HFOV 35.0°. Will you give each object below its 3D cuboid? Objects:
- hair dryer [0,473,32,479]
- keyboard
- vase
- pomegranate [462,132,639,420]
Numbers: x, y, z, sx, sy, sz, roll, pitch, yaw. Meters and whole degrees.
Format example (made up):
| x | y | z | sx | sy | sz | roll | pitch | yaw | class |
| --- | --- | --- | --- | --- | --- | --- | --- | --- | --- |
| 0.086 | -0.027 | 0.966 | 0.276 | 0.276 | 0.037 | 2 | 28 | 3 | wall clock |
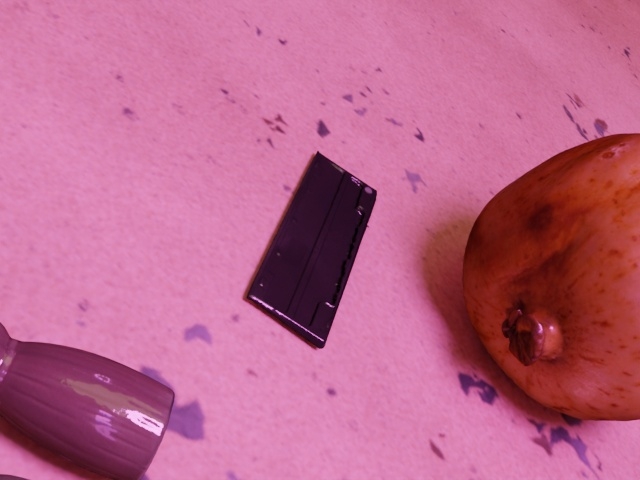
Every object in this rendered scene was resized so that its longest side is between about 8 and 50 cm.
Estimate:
| x | y | z | sx | sy | sz | roll | pitch | yaw | class |
| --- | --- | --- | --- | --- | --- | --- | --- | --- | --- |
| -0.182 | 0.075 | 0.316 | 0.298 | 0.119 | 0.296 | 45 | 1 | 8 | hair dryer |
| 0.000 | 0.000 | 0.734 | 0.064 | 0.010 | 0.198 | 35 | 35 | -8 | keyboard |
| -0.126 | 0.076 | 0.492 | 0.101 | 0.053 | 0.053 | 27 | 37 | -14 | vase |
| 0.203 | 0.026 | 0.742 | 0.215 | 0.215 | 0.215 | 26 | 38 | -22 | pomegranate |
